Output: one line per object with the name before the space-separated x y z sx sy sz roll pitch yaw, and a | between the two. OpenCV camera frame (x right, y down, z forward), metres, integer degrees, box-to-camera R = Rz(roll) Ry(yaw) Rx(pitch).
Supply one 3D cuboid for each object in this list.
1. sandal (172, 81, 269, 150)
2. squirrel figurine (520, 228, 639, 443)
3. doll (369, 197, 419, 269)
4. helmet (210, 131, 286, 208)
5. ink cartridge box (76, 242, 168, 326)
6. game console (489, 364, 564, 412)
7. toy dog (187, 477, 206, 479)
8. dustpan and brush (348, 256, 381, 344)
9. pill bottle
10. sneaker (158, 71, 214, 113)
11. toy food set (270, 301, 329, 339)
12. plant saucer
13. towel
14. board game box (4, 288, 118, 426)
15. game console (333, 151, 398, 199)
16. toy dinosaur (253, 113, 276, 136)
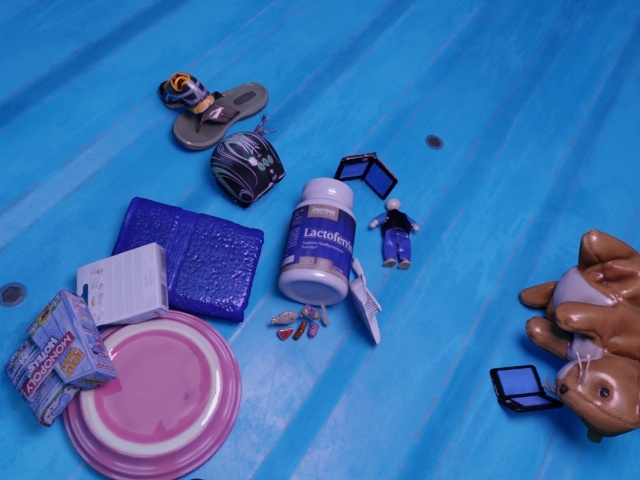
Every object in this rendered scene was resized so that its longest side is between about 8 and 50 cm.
sandal | -0.256 -0.340 1.340 0.120 0.086 0.303 41 61 10
squirrel figurine | 0.650 0.245 1.123 0.397 0.281 0.370 22 49 -11
doll | 0.183 -0.025 1.301 0.129 0.046 0.189 8 61 -10
helmet | -0.178 -0.177 1.239 0.161 0.169 0.169 49 61 -6
ink cartridge box | -0.389 0.098 1.028 0.179 0.045 0.145 -18 61 10
game console | 0.458 0.328 1.167 0.122 0.107 0.071 -2 91 -14
toy dog | -0.256 0.520 0.718 0.408 0.395 0.284 -36 66 -18
dustpan and brush | 0.095 0.112 1.182 0.060 0.147 0.211 -26 42 -5
pill bottle | 0.000 0.000 1.183 0.153 0.153 0.265 13 60 -7
sneaker | -0.345 -0.378 1.299 0.215 0.083 0.084 23 67 42
toy food set | -0.041 0.182 1.132 0.122 0.019 0.078 -19 107 -12
plant saucer | -0.315 0.281 0.997 0.332 0.084 0.332 6 61 -11
towel | -0.291 0.044 1.140 0.308 0.076 0.228 14 65 -5
board game box | -0.459 0.219 0.933 0.194 0.060 0.194 33 81 32
game console | 0.108 -0.150 1.296 0.124 0.144 0.085 -10 76 -11
toy dinosaur | -0.159 -0.297 1.370 0.090 0.047 0.082 -11 47 -7
